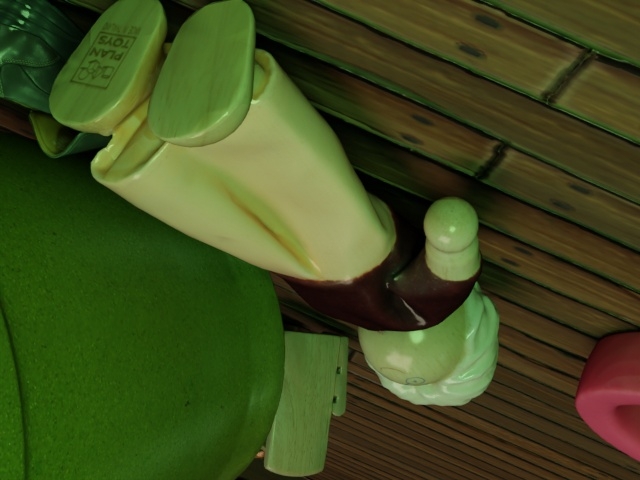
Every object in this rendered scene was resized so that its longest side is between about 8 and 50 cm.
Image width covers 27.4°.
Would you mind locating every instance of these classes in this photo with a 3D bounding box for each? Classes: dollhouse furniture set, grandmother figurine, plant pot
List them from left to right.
[{"bbox_3d":[-0.216,0.080,0.793,0.366,0.366,0.353,14,-167,34],"label":"plant pot"},{"bbox_3d":[-0.169,0.160,1.218,0.286,0.198,0.303,7,179,-22],"label":"dollhouse furniture set"},{"bbox_3d":[0.000,0.000,0.724,0.208,0.104,0.342,22,165,43],"label":"grandmother figurine"}]

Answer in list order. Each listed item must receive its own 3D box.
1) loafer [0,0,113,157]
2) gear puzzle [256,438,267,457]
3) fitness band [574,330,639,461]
[{"bbox_3d":[-0.142,-0.074,0.743,0.062,0.061,0.170,11,162,36],"label":"loafer"},{"bbox_3d":[-0.135,0.209,1.239,0.175,0.339,0.044,14,134,32],"label":"gear puzzle"},{"bbox_3d":[0.286,0.122,0.794,0.209,0.054,0.291,31,162,-27],"label":"fitness band"}]
